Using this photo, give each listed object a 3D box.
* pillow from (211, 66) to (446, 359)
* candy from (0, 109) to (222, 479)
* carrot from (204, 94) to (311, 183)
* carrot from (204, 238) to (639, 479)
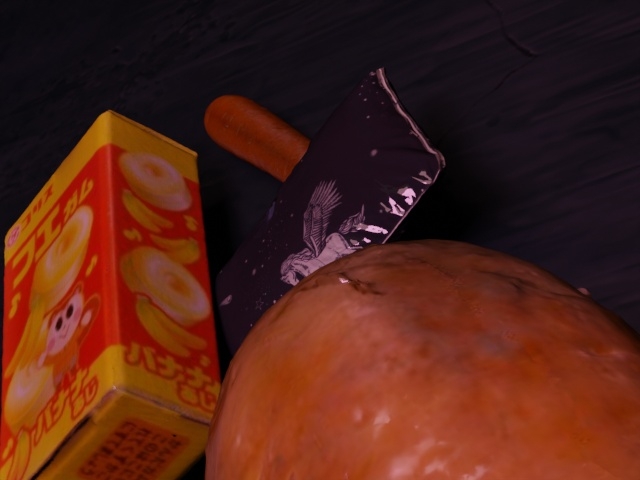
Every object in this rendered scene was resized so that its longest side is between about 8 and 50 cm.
[{"bbox_3d":[0.000,0.000,1.036,0.208,0.055,0.141,-55,32,19],"label":"pillow"},{"bbox_3d":[-0.144,0.054,1.095,0.146,0.088,0.276,-49,33,28],"label":"candy"},{"bbox_3d":[-0.015,-0.053,1.141,0.043,0.043,0.248,-49,40,-5],"label":"carrot"},{"bbox_3d":[0.088,0.148,0.716,0.224,0.224,0.341,-43,44,4],"label":"carrot"}]
